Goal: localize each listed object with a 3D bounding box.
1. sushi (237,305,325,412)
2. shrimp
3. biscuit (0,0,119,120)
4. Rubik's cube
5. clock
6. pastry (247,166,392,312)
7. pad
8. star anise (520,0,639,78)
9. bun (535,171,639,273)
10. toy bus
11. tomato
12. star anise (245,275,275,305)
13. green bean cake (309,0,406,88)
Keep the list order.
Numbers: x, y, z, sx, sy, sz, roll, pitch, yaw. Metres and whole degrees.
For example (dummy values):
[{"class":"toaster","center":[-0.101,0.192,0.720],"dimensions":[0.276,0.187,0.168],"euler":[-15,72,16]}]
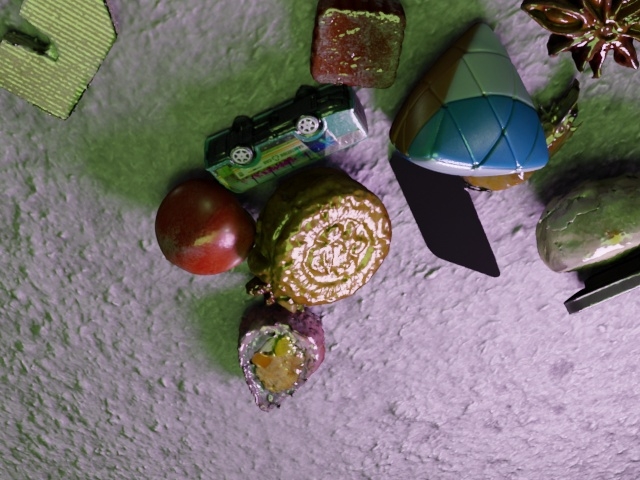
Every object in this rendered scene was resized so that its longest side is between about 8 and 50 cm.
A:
[{"class":"sushi","center":[-0.064,0.220,1.867],"dimensions":[0.161,0.107,0.241],"euler":[-8,125,8]},{"class":"shrimp","center":[0.304,-0.177,1.576],"dimensions":[0.173,0.058,0.253],"euler":[28,126,-13]},{"class":"biscuit","center":[-0.388,-0.300,1.450],"dimensions":[0.147,0.046,0.250],"euler":[27,126,-21]},{"class":"Rubik's cube","center":[0.250,-0.201,1.479],"dimensions":[0.254,0.254,0.254],"euler":[-1,131,-1]},{"class":"clock","center":[0.554,0.045,1.671],"dimensions":[0.273,0.279,0.049],"euler":[-26,83,19]},{"class":"pastry","center":[0.000,0.000,1.606],"dimensions":[0.235,0.132,0.240],"euler":[-44,128,-9]},{"class":"pad","center":[0.279,-0.036,1.601],"dimensions":[0.323,0.055,0.250],"euler":[2,137,32]},{"class":"star anise","center":[0.407,-0.343,1.409],"dimensions":[0.214,0.099,0.220],"euler":[-42,116,13]},{"class":"bun","center":[0.464,-0.031,1.625],"dimensions":[0.239,0.141,0.239],"euler":[-18,167,-4]},{"class":"toy bus","center":[-0.056,-0.164,1.554],"dimensions":[0.261,0.091,0.109],"euler":[-21,135,18]},{"class":"tomato","center":[-0.196,-0.021,1.622],"dimensions":[0.167,0.167,0.167],"euler":[-1,131,-1]},{"class":"star anise","center":[-0.055,0.053,1.753],"dimensions":[0.097,0.070,0.191],"euler":[26,122,-19]},{"class":"green bean cake","center":[0.055,-0.296,1.459],"dimensions":[0.135,0.056,0.135],"euler":[4,129,-5]}]
